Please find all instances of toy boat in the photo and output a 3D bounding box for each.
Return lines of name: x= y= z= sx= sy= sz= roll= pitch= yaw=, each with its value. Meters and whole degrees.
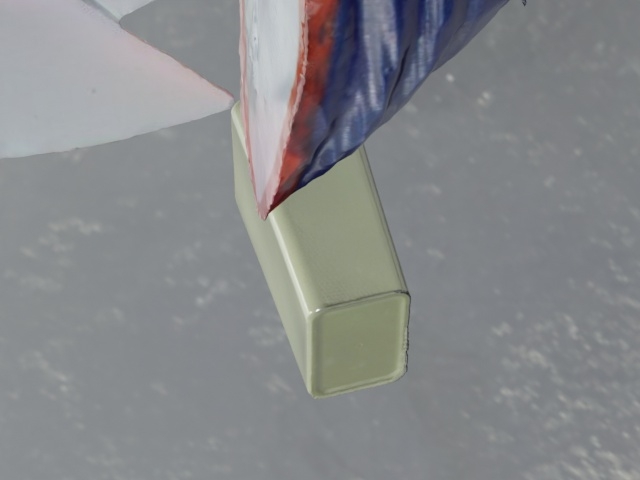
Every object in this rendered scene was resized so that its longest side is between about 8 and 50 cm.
toy boat: x=-0.082 y=-0.058 z=0.442 sx=0.318 sy=0.219 sz=0.072 roll=-27 pitch=50 yaw=14

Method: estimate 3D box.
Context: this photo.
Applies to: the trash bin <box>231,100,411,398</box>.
trash bin: x=0.000 y=0.000 z=0.614 sx=0.043 sy=0.061 sz=0.092 roll=-11 pitch=53 yaw=-9
